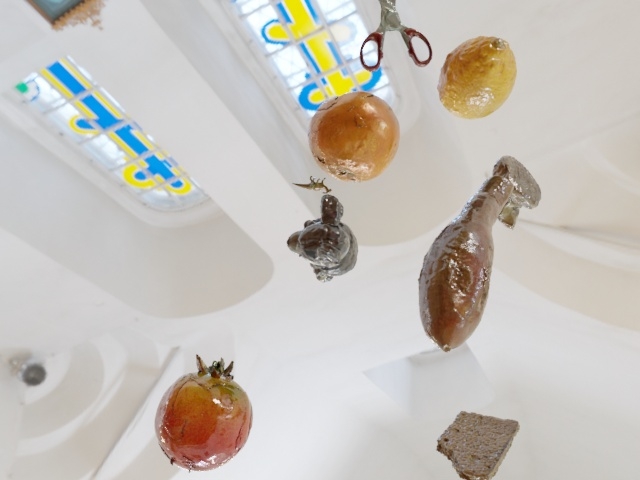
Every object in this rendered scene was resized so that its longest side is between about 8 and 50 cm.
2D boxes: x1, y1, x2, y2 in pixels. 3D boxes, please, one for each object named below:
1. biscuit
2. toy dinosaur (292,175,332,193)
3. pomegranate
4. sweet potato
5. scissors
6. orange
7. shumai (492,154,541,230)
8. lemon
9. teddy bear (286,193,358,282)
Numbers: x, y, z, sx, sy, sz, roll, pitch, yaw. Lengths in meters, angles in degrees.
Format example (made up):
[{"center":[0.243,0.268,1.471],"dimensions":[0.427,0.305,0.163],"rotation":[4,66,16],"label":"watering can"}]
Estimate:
[{"center":[0.298,0.399,1.097],"dimensions":[0.131,0.237,0.026],"rotation":[-1,-81,33],"label":"biscuit"},{"center":[-0.022,-0.152,1.489],"dimensions":[0.113,0.041,0.026],"rotation":[15,-158,12],"label":"toy dinosaur"},{"center":[-0.245,0.366,1.192],"dimensions":[0.210,0.210,0.235],"rotation":[-2,-111,26],"label":"pomegranate"},{"center":[0.229,0.013,0.888],"dimensions":[0.109,0.109,0.385],"rotation":[3,-134,29],"label":"sweet potato"},{"center":[0.134,-0.453,1.101],"dimensions":[0.145,0.017,0.247],"rotation":[-7,-96,-6],"label":"scissors"},{"center":[0.088,-0.277,1.492],"dimensions":[0.246,0.246,0.246],"rotation":[-14,-126,19],"label":"orange"},{"center":[0.504,-0.126,1.517],"dimensions":[0.153,0.162,0.209],"rotation":[-53,-167,32],"label":"shumai"},{"center":[0.300,-0.315,1.074],"dimensions":[0.142,0.187,0.142],"rotation":[6,-117,-11],"label":"lemon"},{"center":[0.004,-0.009,1.294],"dimensions":[0.144,0.251,0.171],"rotation":[2,-106,12],"label":"teddy bear"}]
